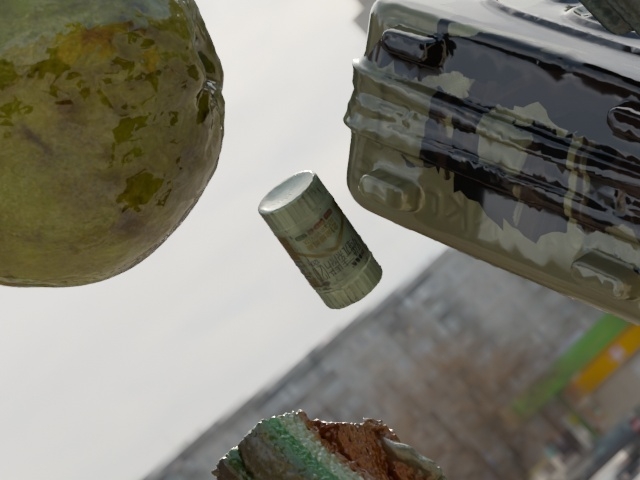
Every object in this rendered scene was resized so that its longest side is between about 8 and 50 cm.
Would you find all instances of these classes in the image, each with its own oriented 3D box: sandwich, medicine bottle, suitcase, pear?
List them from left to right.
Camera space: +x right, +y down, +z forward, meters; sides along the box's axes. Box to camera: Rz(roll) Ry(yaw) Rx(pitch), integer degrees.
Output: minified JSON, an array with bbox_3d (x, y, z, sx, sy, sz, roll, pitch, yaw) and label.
[{"bbox_3d":[-0.279,-0.126,1.837,0.413,0.352,0.352,-13,3,23],"label":"pear"},{"bbox_3d":[0.000,0.000,1.210,0.047,0.083,0.047,-30,22,13],"label":"medicine bottle"},{"bbox_3d":[0.020,0.201,1.628,0.160,0.185,0.109,-48,-9,-47],"label":"sandwich"},{"bbox_3d":[0.229,-0.061,1.268,0.339,0.351,0.194,-12,-63,-43],"label":"suitcase"}]

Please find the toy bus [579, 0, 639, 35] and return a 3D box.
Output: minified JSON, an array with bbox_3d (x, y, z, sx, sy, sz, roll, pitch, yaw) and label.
[{"bbox_3d":[0.176,-0.210,1.003,0.167,0.138,0.275,-44,18,10],"label":"toy bus"}]
